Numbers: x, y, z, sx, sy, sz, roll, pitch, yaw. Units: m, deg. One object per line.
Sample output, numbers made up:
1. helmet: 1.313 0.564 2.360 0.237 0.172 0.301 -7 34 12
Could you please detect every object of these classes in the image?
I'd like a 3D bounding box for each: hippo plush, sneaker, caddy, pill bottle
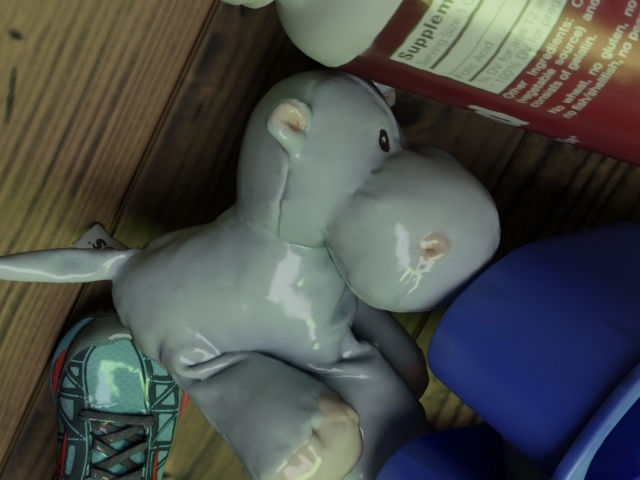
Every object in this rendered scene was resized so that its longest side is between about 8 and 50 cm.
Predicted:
1. hippo plush: 0.000 0.000 1.139 0.294 0.234 0.236 39 113 14
2. sneaker: -0.144 0.173 1.258 0.104 0.125 0.262 2 119 -13
3. caddy: 0.194 0.130 1.114 0.341 0.179 0.241 -12 128 -51
4. pill bottle: 0.108 -0.187 1.046 0.392 0.224 0.224 17 115 -20
